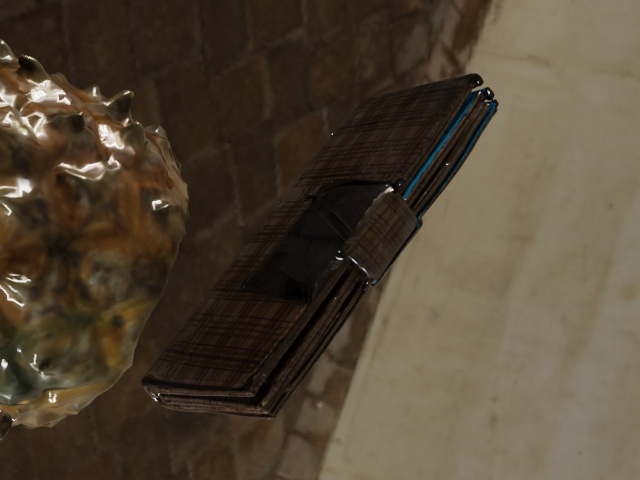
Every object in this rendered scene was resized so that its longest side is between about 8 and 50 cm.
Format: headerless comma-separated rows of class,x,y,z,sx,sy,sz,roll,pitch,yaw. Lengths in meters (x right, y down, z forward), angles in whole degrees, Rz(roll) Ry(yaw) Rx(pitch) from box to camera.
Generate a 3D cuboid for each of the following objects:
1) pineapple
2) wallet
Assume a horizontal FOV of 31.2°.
pineapple,-0.211,-0.030,0.416,0.310,0.141,0.170,24,92,-18
wallet,0.000,0.000,0.633,0.042,0.124,0.230,49,62,-20
